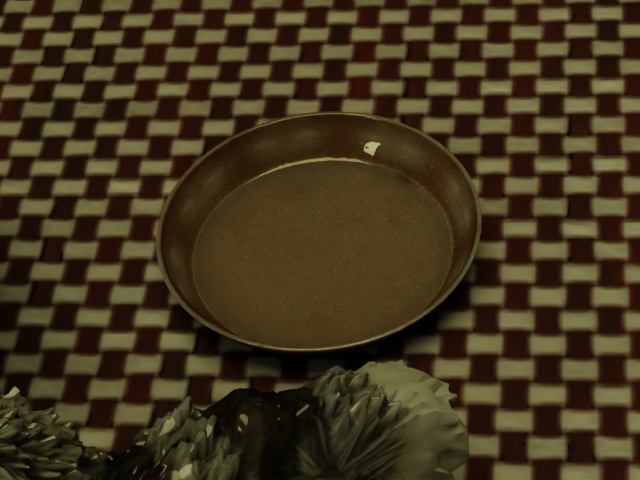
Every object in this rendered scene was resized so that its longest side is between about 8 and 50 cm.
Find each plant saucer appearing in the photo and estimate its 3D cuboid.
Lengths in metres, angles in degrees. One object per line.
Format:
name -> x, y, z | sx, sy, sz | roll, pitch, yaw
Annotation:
plant saucer -> 0.000, 0.000, 0.941 | 0.168, 0.029, 0.168 | -5, 48, 5

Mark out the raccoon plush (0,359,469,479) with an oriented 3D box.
raccoon plush -> -0.196, 0.127, 0.804 | 0.446, 0.216, 0.299 | -6, 24, -39
